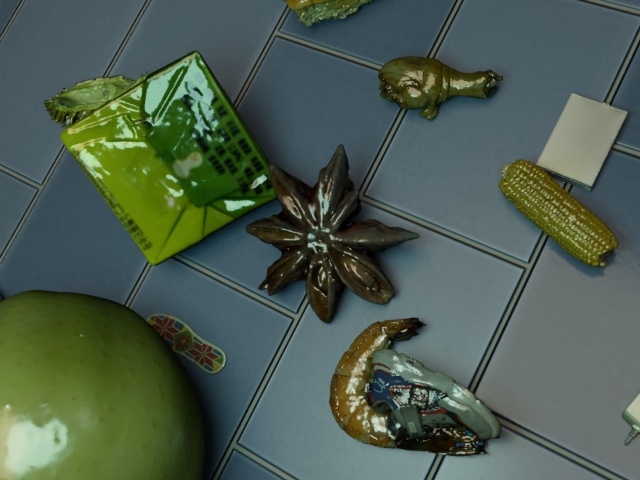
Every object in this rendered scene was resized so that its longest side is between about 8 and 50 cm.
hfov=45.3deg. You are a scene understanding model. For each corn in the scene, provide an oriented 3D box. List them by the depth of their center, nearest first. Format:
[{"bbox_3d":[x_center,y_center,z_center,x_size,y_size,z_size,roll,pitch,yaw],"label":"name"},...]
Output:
[{"bbox_3d":[0.386,-0.049,1.262,0.080,0.080,0.238,-45,65,1],"label":"corn"}]

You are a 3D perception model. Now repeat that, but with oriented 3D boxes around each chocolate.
[{"bbox_3d":[-0.261,-0.153,1.405,0.288,0.137,0.301,-29,107,7],"label":"chocolate"}]

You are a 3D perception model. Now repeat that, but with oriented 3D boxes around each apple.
[{"bbox_3d":[-0.416,0.306,1.227,0.473,0.473,0.474,-5,72,17],"label":"apple"}]

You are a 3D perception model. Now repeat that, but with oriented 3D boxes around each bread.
[{"bbox_3d":[0.032,-0.533,1.505,0.245,0.121,0.174,-23,69,13],"label":"bread"}]

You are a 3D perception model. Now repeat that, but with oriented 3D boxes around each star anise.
[{"bbox_3d":[0.014,-0.012,1.326,0.315,0.108,0.316,1,93,14],"label":"star anise"}]

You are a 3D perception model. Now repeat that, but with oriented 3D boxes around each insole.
[{"bbox_3d":[-0.256,0.191,1.437,0.193,0.006,0.065,28,84,24],"label":"insole"}]

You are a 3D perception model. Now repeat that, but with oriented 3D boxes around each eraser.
[{"bbox_3d":[0.444,-0.170,1.309,0.103,0.023,0.150,25,83,23],"label":"eraser"}]

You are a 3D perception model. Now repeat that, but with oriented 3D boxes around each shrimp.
[{"bbox_3d":[0.159,0.240,1.260,0.290,0.054,0.222,11,76,20],"label":"shrimp"}]

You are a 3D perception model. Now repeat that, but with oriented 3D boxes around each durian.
[{"bbox_3d":[-0.413,-0.284,1.559,0.394,0.163,0.198,4,72,26],"label":"durian"}]

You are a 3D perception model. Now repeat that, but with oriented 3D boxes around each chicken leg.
[{"bbox_3d":[0.211,-0.278,1.393,0.227,0.088,0.103,12,68,15],"label":"chicken leg"}]

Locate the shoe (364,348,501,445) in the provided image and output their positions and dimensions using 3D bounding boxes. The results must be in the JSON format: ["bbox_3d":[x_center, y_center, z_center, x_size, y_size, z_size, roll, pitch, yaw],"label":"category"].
[{"bbox_3d":[0.156,0.260,1.166,0.227,0.099,0.126,26,74,28],"label":"shoe"}]

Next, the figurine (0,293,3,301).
[{"bbox_3d":[-0.680,0.144,1.523,0.114,0.144,0.178,-38,54,0],"label":"figurine"}]

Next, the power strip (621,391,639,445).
[{"bbox_3d":[0.540,0.210,1.157,0.060,0.027,0.253,39,88,24],"label":"power strip"}]
